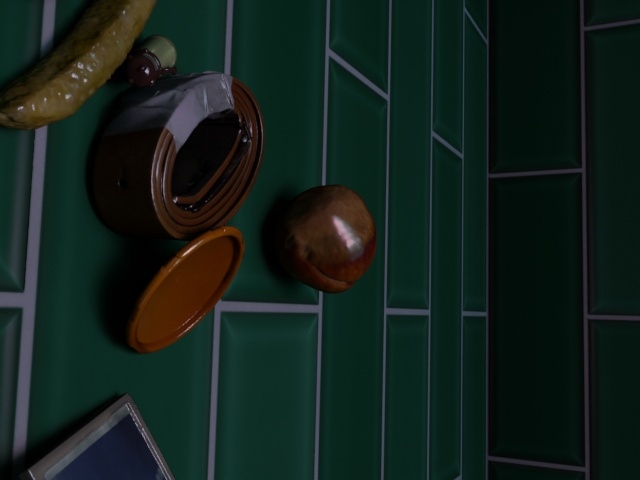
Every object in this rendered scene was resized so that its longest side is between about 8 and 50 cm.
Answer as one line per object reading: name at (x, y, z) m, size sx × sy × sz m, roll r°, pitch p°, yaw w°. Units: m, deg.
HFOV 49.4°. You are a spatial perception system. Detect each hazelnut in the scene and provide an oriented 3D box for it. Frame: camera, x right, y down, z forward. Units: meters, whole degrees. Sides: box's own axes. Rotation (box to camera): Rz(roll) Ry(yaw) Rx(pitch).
hazelnut at (0.000, 0.000, 1.146) m, size 0.182 × 0.182 × 0.182 m, roll 5°, pitch 84°, yaw -63°

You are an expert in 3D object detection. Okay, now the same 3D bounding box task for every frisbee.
frisbee at (-0.168, 0.056, 0.851) m, size 0.192 × 0.035 × 0.192 m, roll -47°, pitch 163°, yaw -19°

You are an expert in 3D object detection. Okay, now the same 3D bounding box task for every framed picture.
framed picture at (-0.198, 0.310, 0.739) m, size 0.260 × 0.023 × 0.189 m, roll 63°, pitch 17°, yaw -3°

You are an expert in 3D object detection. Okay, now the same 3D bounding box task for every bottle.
bottle at (-0.207, -0.210, 0.829) m, size 0.101 × 0.063 × 0.047 m, roll -80°, pitch 155°, yaw -59°

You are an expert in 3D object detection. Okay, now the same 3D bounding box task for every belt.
belt at (-0.170, -0.109, 0.865) m, size 0.261 × 0.105 × 0.184 m, roll -60°, pitch 142°, yaw -41°

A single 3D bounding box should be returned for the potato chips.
potato chips at (-0.240, -0.252, 0.776) m, size 0.080 × 0.057 × 0.407 m, roll 65°, pitch 35°, yaw -48°
